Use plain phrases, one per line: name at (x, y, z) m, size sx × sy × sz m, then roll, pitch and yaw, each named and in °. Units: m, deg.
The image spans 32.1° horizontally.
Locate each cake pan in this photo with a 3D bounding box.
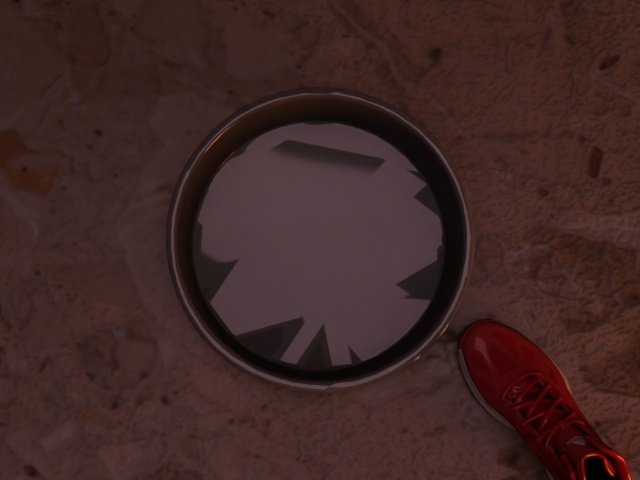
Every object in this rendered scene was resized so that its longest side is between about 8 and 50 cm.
cake pan at (0.000, 0.000, 1.074) m, size 0.293 × 0.054 × 0.293 m, roll 0°, pitch 81°, yaw -1°

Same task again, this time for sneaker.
sneaker at (0.215, 0.159, 1.016) m, size 0.087 × 0.128 × 0.221 m, roll -41°, pitch 84°, yaw -7°
